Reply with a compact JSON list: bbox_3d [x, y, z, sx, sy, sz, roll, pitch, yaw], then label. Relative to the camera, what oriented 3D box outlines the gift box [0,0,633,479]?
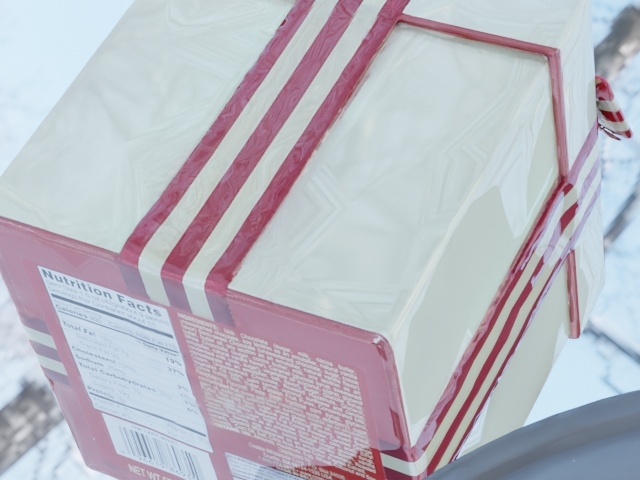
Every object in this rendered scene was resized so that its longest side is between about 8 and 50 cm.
[{"bbox_3d":[0.000,0.000,0.979,0.255,0.258,0.276,19,-33,19],"label":"gift box"}]

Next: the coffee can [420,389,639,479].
[{"bbox_3d":[0.122,0.204,0.499,0.201,0.201,0.275,0,-60,45],"label":"coffee can"}]
